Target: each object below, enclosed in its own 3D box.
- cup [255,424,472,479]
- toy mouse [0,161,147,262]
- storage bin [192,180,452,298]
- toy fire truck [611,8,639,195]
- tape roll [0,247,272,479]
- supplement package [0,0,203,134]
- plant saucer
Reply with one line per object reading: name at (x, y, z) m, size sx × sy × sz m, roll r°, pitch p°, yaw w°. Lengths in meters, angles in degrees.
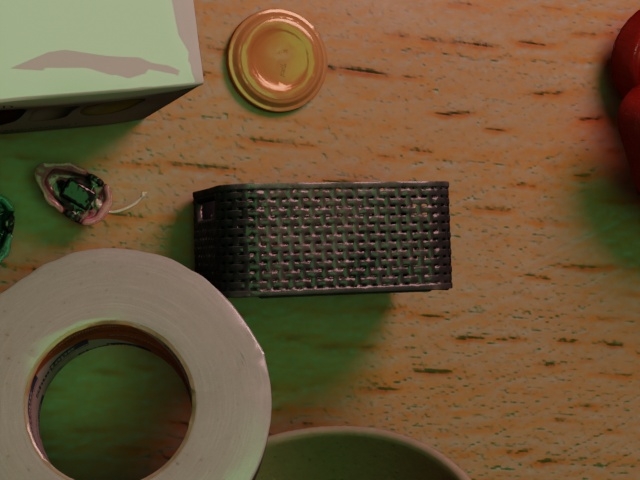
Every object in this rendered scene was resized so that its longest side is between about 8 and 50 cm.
cup at (0.001, 0.329, 0.932) m, size 0.331 × 0.331 × 0.237 m, roll -35°, pitch 123°, yaw -16°
toy mouse at (-0.214, -0.016, 0.990) m, size 0.161 × 0.031 × 0.143 m, roll -38°, pitch 101°, yaw -15°
storage bin at (0.000, 0.000, 1.012) m, size 0.180 × 0.122 × 0.084 m, roll -1°, pitch 89°, yaw -18°
toy fire truck at (0.402, -0.105, 1.137) m, size 0.302 × 0.169 × 0.254 m, roll -32°, pitch 117°, yaw -15°
tape roll at (-0.144, 0.119, 0.919) m, size 0.219 × 0.072 × 0.219 m, roll 1°, pitch 74°, yaw -5°
supplement package at (-0.200, -0.157, 0.908) m, size 0.194 × 0.203 × 0.149 m, roll -7°, pitch 91°, yaw -18°
plant saucer at (-0.034, -0.144, 1.061) m, size 0.084 × 0.013 × 0.083 m, roll 0°, pitch 89°, yaw -18°
